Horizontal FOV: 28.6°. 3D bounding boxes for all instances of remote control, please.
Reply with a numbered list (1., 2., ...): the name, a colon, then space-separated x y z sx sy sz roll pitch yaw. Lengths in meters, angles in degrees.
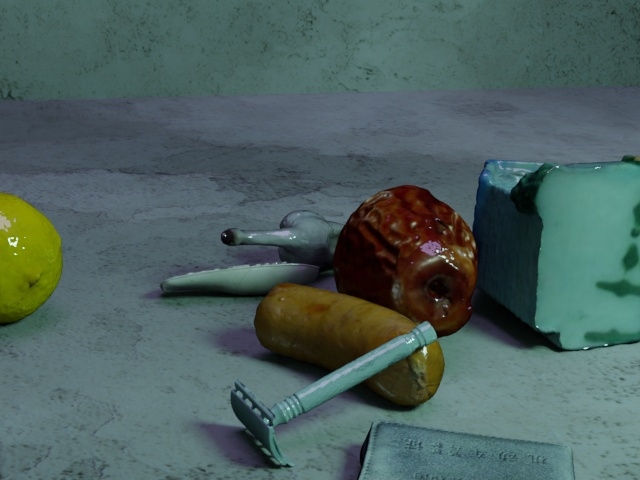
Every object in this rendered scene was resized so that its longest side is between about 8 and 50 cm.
1. remote control: -0.113 0.059 1.784 0.229 0.044 0.073 -6 -5 -14

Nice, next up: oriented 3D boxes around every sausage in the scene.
1. sausage: 0.041 0.123 1.513 0.109 0.108 0.271 -15 23 -42

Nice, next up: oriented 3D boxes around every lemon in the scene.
1. lemon: -0.438 0.022 1.658 0.203 0.178 0.178 18 24 37

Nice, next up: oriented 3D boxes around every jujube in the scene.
1. jujube: 0.118 0.030 1.642 0.197 0.197 0.290 -1 14 -9

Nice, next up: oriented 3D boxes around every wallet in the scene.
1. wallet: 0.146 0.238 1.257 0.222 0.036 0.167 5 18 8

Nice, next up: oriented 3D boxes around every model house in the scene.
1. model house: 0.339 -0.013 1.760 0.295 0.251 0.329 -6 13 -22

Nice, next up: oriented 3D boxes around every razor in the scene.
1. razor: 0.023 0.149 1.364 0.232 0.068 0.106 -28 28 -17

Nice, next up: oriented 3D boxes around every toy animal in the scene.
1. toy animal: -0.021 -0.001 1.854 0.324 0.090 0.195 7 -5 -22
